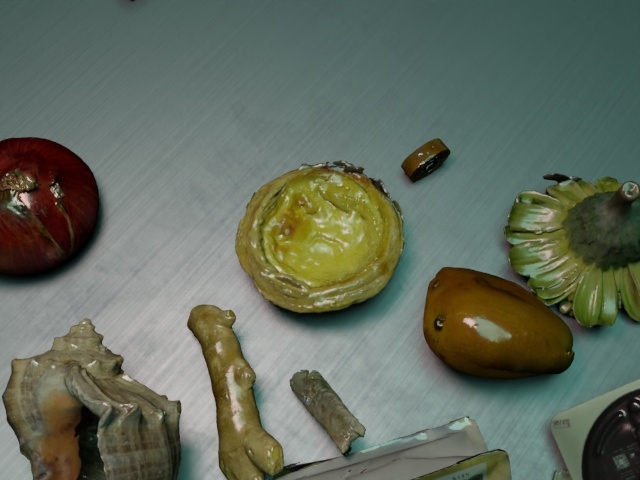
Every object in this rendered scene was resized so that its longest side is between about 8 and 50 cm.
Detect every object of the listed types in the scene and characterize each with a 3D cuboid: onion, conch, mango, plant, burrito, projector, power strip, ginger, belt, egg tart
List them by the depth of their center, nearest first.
[{"bbox_3d":[-0.278,0.278,1.101,0.209,0.297,0.353,-18,92,-31],"label":"conch"},{"bbox_3d":[0.476,0.315,1.116,0.257,0.079,0.259,-31,63,24],"label":"projector"},{"bbox_3d":[0.341,0.370,1.187,0.027,0.017,0.083,22,66,10],"label":"power strip"},{"bbox_3d":[0.009,0.243,1.198,0.051,0.042,0.171,-34,34,-10],"label":"burrito"},{"bbox_3d":[-0.135,0.220,1.212,0.118,0.065,0.299,-39,59,29],"label":"ginger"},{"bbox_3d":[0.269,0.140,1.225,0.235,0.166,0.136,10,108,-18],"label":"mango"},{"bbox_3d":[0.431,-0.034,1.288,0.305,0.297,0.261,-37,39,0],"label":"plant"},{"bbox_3d":[-0.477,-0.063,1.309,0.247,0.161,0.248,-3,44,3],"label":"onion"},{"bbox_3d":[0.000,0.000,1.316,0.278,0.095,0.279,1,60,-1],"label":"egg tart"},{"bbox_3d":[0.178,-0.137,1.398,0.083,0.059,0.036,-34,69,-3],"label":"belt"}]

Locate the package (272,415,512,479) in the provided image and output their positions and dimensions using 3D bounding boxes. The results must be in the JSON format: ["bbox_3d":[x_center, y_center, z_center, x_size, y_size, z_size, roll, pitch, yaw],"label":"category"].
[{"bbox_3d":[0.095,0.365,1.133,0.311,0.221,0.165,-15,27,-6],"label":"package"}]
